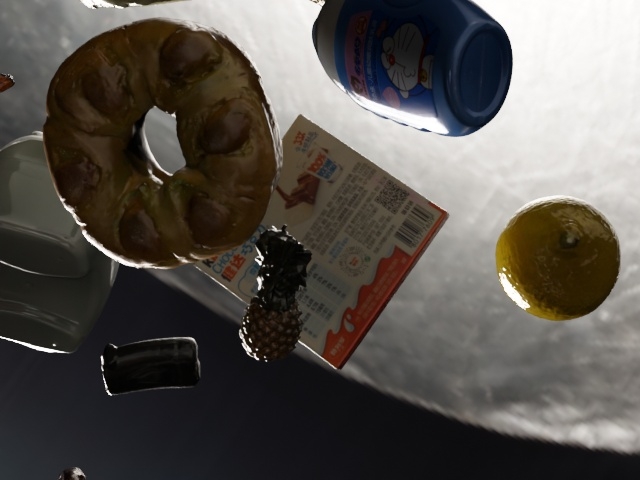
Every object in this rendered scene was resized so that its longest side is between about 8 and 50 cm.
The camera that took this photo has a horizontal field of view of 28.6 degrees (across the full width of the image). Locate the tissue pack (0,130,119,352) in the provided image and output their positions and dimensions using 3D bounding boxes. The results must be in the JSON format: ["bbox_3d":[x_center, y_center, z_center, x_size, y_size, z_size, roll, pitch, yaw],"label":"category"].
[{"bbox_3d":[-0.425,-0.003,1.966,0.229,0.236,0.333,16,139,-2],"label":"tissue pack"}]

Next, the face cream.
[{"bbox_3d":[0.079,-0.193,1.264,0.083,0.149,0.264,-8,-160,-33],"label":"face cream"}]

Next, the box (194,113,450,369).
[{"bbox_3d":[0.000,0.000,1.792,0.265,0.273,0.048,36,180,14],"label":"box"}]

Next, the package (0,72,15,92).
[{"bbox_3d":[-0.477,-0.220,1.774,0.033,0.077,0.110,24,162,21],"label":"package"}]

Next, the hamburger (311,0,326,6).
[{"bbox_3d":[0.063,-0.402,1.446,0.158,0.318,0.319,-3,-159,-43],"label":"hamburger"}]

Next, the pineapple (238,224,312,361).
[{"bbox_3d":[-0.049,0.056,1.372,0.074,0.074,0.159,30,129,27],"label":"pineapple"}]

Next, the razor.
[{"bbox_3d":[-0.256,0.190,1.894,0.054,0.148,0.090,-103,8,-51],"label":"razor"}]

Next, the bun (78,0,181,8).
[{"bbox_3d":[-0.220,-0.471,1.889,0.360,0.360,0.211,21,121,57],"label":"bun"}]

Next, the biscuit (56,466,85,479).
[{"bbox_3d":[-0.325,0.367,1.537,0.049,0.192,0.192,21,175,-16],"label":"biscuit"}]

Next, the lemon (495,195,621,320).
[{"bbox_3d":[0.355,0.025,1.877,0.187,0.187,0.244,32,163,17],"label":"lemon"}]

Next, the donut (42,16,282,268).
[{"bbox_3d":[-0.139,-0.088,1.121,0.226,0.226,0.114,34,-160,2],"label":"donut"}]
